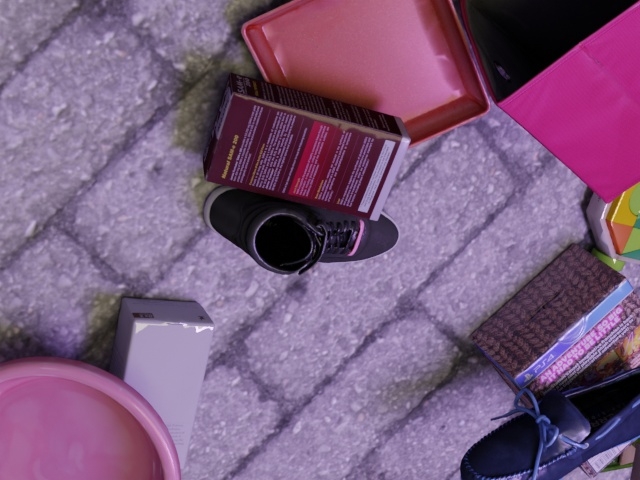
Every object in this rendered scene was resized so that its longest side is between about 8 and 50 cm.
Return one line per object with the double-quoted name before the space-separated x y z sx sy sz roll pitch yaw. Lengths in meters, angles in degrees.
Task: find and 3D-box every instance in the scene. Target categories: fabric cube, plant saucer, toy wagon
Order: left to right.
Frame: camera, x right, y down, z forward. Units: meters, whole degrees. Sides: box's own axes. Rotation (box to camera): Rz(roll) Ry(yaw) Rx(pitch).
"plant saucer" -0.343 0.297 1.417 0.332 0.084 0.332 1 108 3
"plant saucer" 0.062 -0.231 1.411 0.258 0.047 0.259 -24 121 6
"fabric cube" 0.373 -0.256 1.400 0.259 0.254 0.258 -36 130 26
"toy wagon" 0.589 -0.062 1.741 0.344 0.068 0.267 11 108 -28

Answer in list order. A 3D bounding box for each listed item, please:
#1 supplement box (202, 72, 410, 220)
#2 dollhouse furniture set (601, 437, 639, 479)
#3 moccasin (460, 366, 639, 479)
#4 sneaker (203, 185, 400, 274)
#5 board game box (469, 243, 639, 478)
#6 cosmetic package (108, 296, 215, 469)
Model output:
"supplement box" -0.020 -0.119 1.396 0.240 0.073 0.130 13 118 -16
"dollhouse furniture set" 0.655 0.351 1.880 0.302 0.197 0.151 -4 113 -22
"moccasin" 0.349 0.265 1.587 0.342 0.138 0.116 -23 136 -25
"sneaker" 0.000 0.000 1.459 0.296 0.147 0.104 9 107 -28
"board game box" 0.425 0.197 1.740 0.232 0.141 0.291 -41 122 -2
"cosmetic package" -0.230 0.199 1.484 0.117 0.085 0.231 6 108 -25
